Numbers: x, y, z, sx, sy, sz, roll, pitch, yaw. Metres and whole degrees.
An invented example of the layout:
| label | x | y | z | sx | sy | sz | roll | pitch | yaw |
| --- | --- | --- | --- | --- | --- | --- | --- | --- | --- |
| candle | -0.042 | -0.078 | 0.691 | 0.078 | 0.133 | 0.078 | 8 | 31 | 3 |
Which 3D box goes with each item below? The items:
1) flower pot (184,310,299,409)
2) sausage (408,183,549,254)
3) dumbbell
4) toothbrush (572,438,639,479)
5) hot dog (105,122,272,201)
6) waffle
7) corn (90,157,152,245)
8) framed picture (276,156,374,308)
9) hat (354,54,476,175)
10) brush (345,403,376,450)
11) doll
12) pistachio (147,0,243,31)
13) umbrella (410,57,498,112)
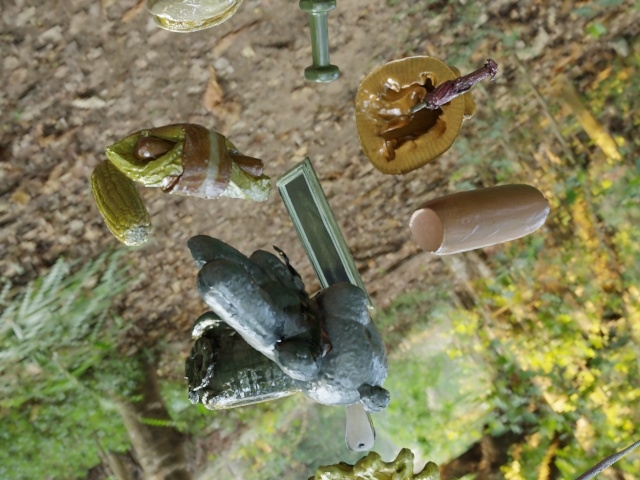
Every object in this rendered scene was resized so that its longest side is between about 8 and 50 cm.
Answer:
| label | x | y | z | sx | sy | sz | roll | pitch | yaw |
| --- | --- | --- | --- | --- | --- | --- | --- | --- | --- |
| flower pot | -0.181 | 0.271 | 2.104 | 0.301 | 0.213 | 0.302 | -11 | 167 | -3 |
| sausage | 0.330 | -0.047 | 1.832 | 0.304 | 0.121 | 0.121 | -12 | 163 | -29 |
| dumbbell | -0.001 | -0.277 | 1.244 | 0.052 | 0.118 | 0.046 | 15 | -151 | 36 |
| toothbrush | 0.595 | 0.478 | 1.932 | 0.354 | 0.029 | 0.024 | -37 | 176 | 7 |
| hot dog | -0.189 | -0.124 | 1.364 | 0.261 | 0.123 | 0.093 | 5 | 137 | -28 |
| waffle | 0.106 | 0.458 | 1.477 | 0.311 | 0.307 | 0.060 | -29 | -155 | 30 |
| corn | -0.406 | -0.079 | 1.856 | 0.101 | 0.292 | 0.101 | -14 | 127 | -19 |
| framed picture | 0.000 | 0.000 | 1.685 | 0.018 | 0.293 | 0.231 | -24 | -179 | -17 |
| hat | 0.225 | -0.264 | 1.810 | 0.233 | 0.233 | 0.244 | -24 | 128 | -52 |
| brush | 0.055 | 0.238 | 1.499 | 0.069 | 0.065 | 0.328 | -7 | 133 | 1 |
| doll | -0.023 | 0.097 | 1.201 | 0.158 | 0.340 | 0.246 | -38 | -152 | 7 |
| pistachio | -0.269 | -0.541 | 1.977 | 0.229 | 0.157 | 0.157 | -27 | 173 | -1 |
| umbrella | 0.177 | -0.199 | 1.174 | 0.165 | 0.027 | 0.025 | -32 | 169 | -31 |
